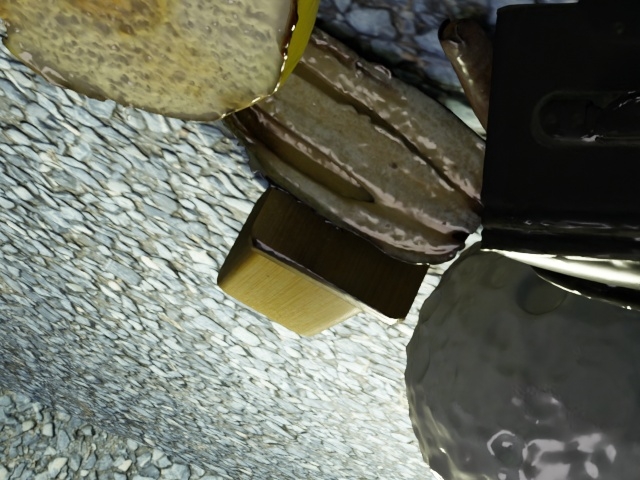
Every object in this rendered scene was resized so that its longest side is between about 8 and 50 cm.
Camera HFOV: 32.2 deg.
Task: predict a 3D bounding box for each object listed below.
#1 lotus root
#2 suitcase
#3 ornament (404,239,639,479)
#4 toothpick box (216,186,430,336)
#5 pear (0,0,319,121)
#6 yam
[{"bbox_3d":[0.022,-0.109,1.103,0.329,0.167,0.078,38,-167,1],"label":"lotus root"},{"bbox_3d":[0.290,-0.047,0.687,0.283,0.194,0.434,6,-179,37],"label":"suitcase"},{"bbox_3d":[0.249,0.148,1.092,0.337,0.337,0.337,22,155,10],"label":"ornament"},{"bbox_3d":[0.000,0.000,1.281,0.187,0.190,0.308,29,160,-9],"label":"toothpick box"},{"bbox_3d":[-0.133,-0.269,0.849,0.386,0.191,0.340,-1,140,46],"label":"pear"},{"bbox_3d":[0.174,-0.111,1.038,0.046,0.046,0.264,7,150,36],"label":"yam"}]
